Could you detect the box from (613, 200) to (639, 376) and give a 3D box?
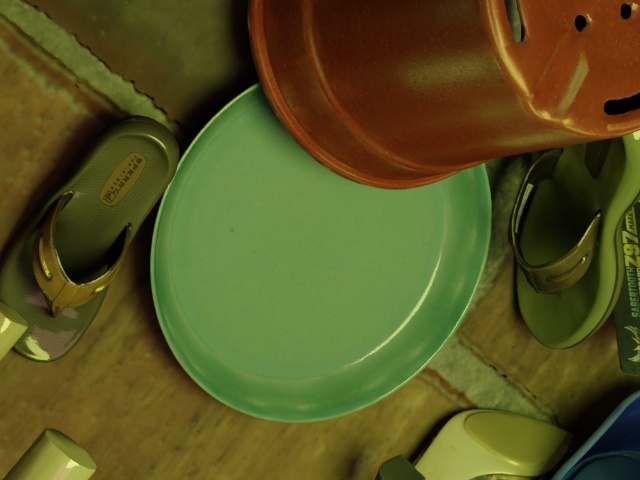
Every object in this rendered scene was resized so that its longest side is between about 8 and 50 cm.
[{"bbox_3d":[0.323,-0.016,1.312,0.183,0.059,0.233,-38,125,-45],"label":"box"}]

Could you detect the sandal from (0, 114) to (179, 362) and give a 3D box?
[{"bbox_3d":[-0.179,0.006,1.093,0.090,0.060,0.219,31,106,-25],"label":"sandal"}]

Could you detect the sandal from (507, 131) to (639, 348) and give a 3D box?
[{"bbox_3d":[0.204,-0.021,1.218,0.086,0.120,0.303,-21,143,-21],"label":"sandal"}]

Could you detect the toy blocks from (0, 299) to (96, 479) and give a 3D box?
[{"bbox_3d":[-0.361,0.124,0.929,0.309,0.288,0.260,38,93,-31],"label":"toy blocks"}]

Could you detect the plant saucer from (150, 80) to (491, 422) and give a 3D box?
[{"bbox_3d":[0.000,0.000,1.208,0.317,0.043,0.318,-8,109,-24],"label":"plant saucer"}]

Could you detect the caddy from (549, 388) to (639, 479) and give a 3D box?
[{"bbox_3d":[0.318,0.279,1.302,0.241,0.179,0.341,45,51,10],"label":"caddy"}]

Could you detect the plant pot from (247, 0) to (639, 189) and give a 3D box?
[{"bbox_3d":[0.126,-0.173,1.052,0.272,0.265,0.272,-1,92,-29],"label":"plant pot"}]

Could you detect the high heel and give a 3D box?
[{"bbox_3d":[0.120,0.257,1.351,0.261,0.093,0.186,-9,134,-38],"label":"high heel"}]
